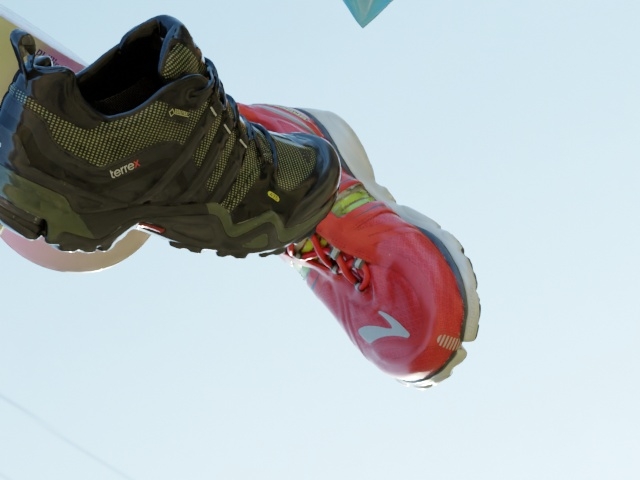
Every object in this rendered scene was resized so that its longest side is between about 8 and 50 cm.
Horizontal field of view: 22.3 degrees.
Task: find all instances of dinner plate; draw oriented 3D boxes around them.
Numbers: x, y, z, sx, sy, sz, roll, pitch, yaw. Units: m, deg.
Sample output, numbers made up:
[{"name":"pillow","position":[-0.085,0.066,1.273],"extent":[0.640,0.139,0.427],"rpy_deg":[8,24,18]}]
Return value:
[{"name":"dinner plate","position":[-0.184,-0.042,1.200],"extent":[0.017,0.141,0.141],"rpy_deg":[-79,2,-77]}]

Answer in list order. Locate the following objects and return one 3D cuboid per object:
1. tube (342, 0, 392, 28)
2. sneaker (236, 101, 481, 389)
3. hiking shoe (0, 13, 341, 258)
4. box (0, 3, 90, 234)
[{"name":"tube","position":[-0.002,-0.267,1.290],"extent":[0.080,0.207,0.052],"rpy_deg":[-42,-13,4]},{"name":"sneaker","position":[0.000,0.000,1.103],"extent":[0.118,0.279,0.107],"rpy_deg":[11,-62,-42]},{"name":"hiking shoe","position":[-0.068,-0.056,0.845],"extent":[0.226,0.086,0.114],"rpy_deg":[-4,-59,-43]},{"name":"box","position":[-0.292,-0.063,1.061],"extent":[0.243,0.117,0.213],"rpy_deg":[-56,-20,3]}]
